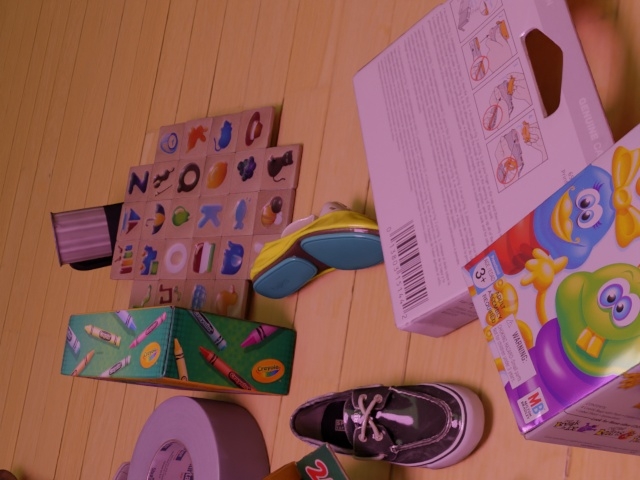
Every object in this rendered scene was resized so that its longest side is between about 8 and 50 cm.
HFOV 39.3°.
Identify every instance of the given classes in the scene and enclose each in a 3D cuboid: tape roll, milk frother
[{"bbox_3d":[-0.151,0.298,1.067,0.219,0.072,0.219,-23,61,48],"label":"tape roll"},{"bbox_3d":[-0.322,0.022,1.340,0.143,0.134,0.129,-118,22,-47],"label":"milk frother"}]

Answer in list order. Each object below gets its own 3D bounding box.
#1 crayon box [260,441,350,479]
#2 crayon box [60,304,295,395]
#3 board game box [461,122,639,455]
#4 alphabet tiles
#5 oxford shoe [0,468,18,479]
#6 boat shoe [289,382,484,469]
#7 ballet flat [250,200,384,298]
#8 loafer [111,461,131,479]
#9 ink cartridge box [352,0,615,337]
[{"bbox_3d":[-0.058,0.346,0.850,0.318,0.081,0.202,-42,76,37],"label":"crayon box"},{"bbox_3d":[-0.180,0.136,1.085,0.278,0.165,0.081,-9,71,51],"label":"crayon box"},{"bbox_3d":[0.251,0.011,0.580,0.275,0.144,0.142,-44,46,35],"label":"board game box"},{"bbox_3d":[-0.163,-0.031,1.201,0.342,0.011,0.285,-2,75,41],"label":"alphabet tiles"},{"bbox_3d":[-0.467,0.450,1.422,0.132,0.130,0.363,-39,27,-11],"label":"oxford shoe"},{"bbox_3d":[0.055,0.174,0.840,0.219,0.070,0.078,-19,63,48],"label":"boat shoe"},{"bbox_3d":[0.000,0.000,0.981,0.231,0.077,0.077,-25,42,48],"label":"ballet flat"},{"bbox_3d":[-0.278,0.366,1.237,0.039,0.045,0.125,-5,76,59],"label":"loafer"},{"bbox_3d":[0.151,-0.096,0.816,0.261,0.066,0.296,-35,52,41],"label":"ink cartridge box"}]
